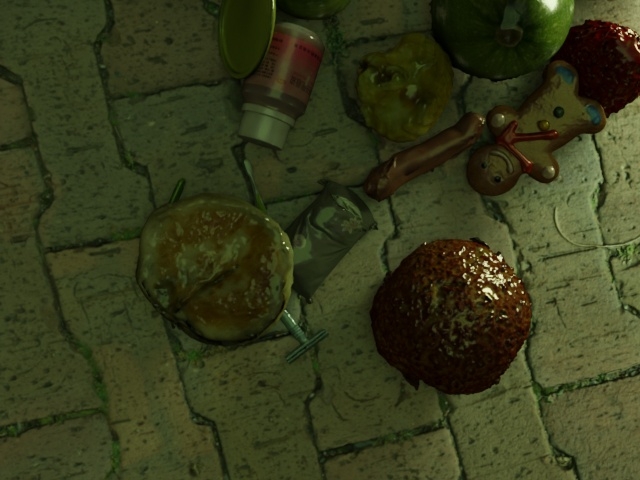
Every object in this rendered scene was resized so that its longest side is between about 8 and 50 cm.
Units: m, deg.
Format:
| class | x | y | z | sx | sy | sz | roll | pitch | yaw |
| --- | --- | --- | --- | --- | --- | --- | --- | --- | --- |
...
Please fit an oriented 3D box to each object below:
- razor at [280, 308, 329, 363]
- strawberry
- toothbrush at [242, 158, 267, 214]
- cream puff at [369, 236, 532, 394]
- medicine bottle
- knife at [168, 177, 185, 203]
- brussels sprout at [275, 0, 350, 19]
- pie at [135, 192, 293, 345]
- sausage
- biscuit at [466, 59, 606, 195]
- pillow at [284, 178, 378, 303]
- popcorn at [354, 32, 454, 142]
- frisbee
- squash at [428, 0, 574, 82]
| class | x | y | z | sx | sy | sz | roll | pitch | yaw |
| --- | --- | --- | --- | --- | --- | --- | --- | --- | --- |
| razor | -0.093 | 0.140 | 1.852 | 0.106 | 0.068 | 0.232 | -37 | 90 | -6 |
| strawberry | 0.614 | -0.381 | 1.877 | 0.234 | 0.178 | 0.233 | 0 | 86 | -2 |
| toothbrush | -0.121 | -0.048 | 1.859 | 0.022 | 0.026 | 0.263 | -18 | 93 | -14 |
| cream puff | 0.281 | 0.161 | 1.814 | 0.351 | 0.228 | 0.350 | 0 | 91 | -5 |
| medicine bottle | -0.088 | -0.317 | 1.804 | 0.147 | 0.147 | 0.247 | 17 | 88 | -7 |
| knife | -0.323 | -0.045 | 1.837 | 0.026 | 0.022 | 0.184 | 22 | 89 | 19 |
| brussels sprout | -0.014 | -0.572 | 1.781 | 0.244 | 0.244 | 0.244 | 0 | 90 | -7 |
| pie | -0.218 | 0.060 | 1.795 | 0.339 | 0.077 | 0.339 | 1 | 96 | 7 |
| sausage | 0.224 | -0.180 | 1.879 | 0.304 | 0.078 | 0.078 | -30 | 94 | -5 |
| biscuit | 0.451 | -0.218 | 1.878 | 0.324 | 0.049 | 0.205 | -38 | 90 | 13 |
| pillow | 0.000 | 0.000 | 1.852 | 0.169 | 0.059 | 0.255 | 42 | 82 | -12 |
| popcorn | 0.169 | -0.327 | 1.832 | 0.203 | 0.200 | 0.226 | 21 | 121 | 19 |
| frisbee | -0.150 | -0.442 | 1.759 | 0.017 | 0.236 | 0.236 | 0 | 91 | -32 |
| squash | 0.362 | -0.469 | 1.739 | 0.310 | 0.309 | 0.310 | 2 | 101 | 9 |
